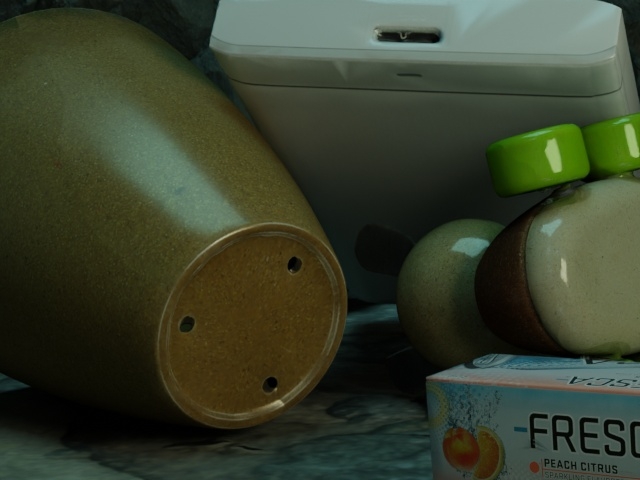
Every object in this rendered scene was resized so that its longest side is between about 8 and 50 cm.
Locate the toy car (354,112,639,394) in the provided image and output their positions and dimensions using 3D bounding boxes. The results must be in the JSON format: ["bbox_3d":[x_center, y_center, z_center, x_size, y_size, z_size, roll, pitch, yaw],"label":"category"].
[{"bbox_3d":[0.102,0.028,1.007,0.188,0.155,0.149,-15,-3,42],"label":"toy car"}]

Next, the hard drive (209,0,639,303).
[{"bbox_3d":[0.092,-0.043,1.154,0.233,0.047,0.353,3,-24,17],"label":"hard drive"}]

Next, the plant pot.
[{"bbox_3d":[-0.102,0.009,1.051,0.237,0.237,0.254,-8,23,-31],"label":"plant pot"}]

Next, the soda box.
[{"bbox_3d":[0.138,0.086,0.792,0.183,0.058,0.063,2,8,37],"label":"soda box"}]
